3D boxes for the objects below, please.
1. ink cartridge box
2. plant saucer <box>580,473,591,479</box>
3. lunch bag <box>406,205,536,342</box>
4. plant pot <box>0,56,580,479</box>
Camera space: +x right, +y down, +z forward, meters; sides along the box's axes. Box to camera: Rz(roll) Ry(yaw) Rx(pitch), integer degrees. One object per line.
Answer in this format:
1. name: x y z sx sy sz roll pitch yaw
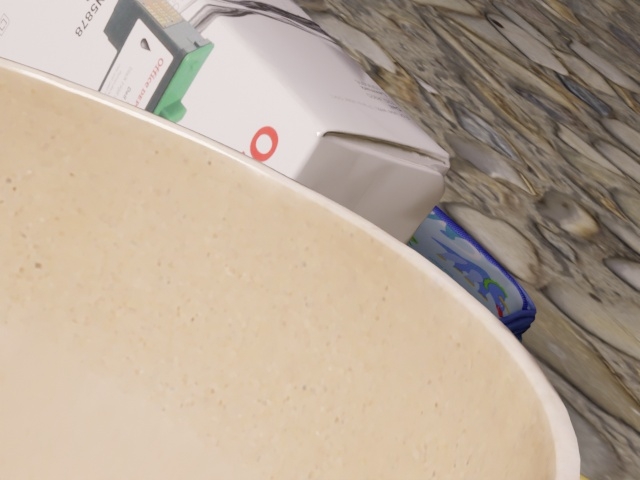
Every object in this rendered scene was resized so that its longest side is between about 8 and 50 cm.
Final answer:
1. ink cartridge box: -0.072 -0.043 0.852 0.092 0.160 0.219 11 29 -51
2. plant saucer: 0.182 0.247 0.706 0.332 0.081 0.333 34 17 -9
3. lunch bag: 0.000 0.000 0.999 0.219 0.090 0.176 43 16 19
4. plant pot: -0.119 0.078 0.357 0.284 0.191 0.284 17 16 -5
